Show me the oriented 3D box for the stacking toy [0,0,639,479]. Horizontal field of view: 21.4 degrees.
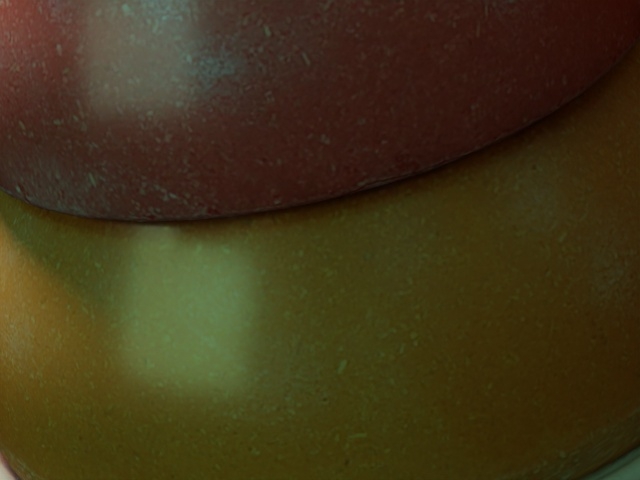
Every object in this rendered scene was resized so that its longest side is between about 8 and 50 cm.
[{"bbox_3d":[-0.022,-0.138,0.589,0.350,0.351,0.480,26,140,48],"label":"stacking toy"}]
